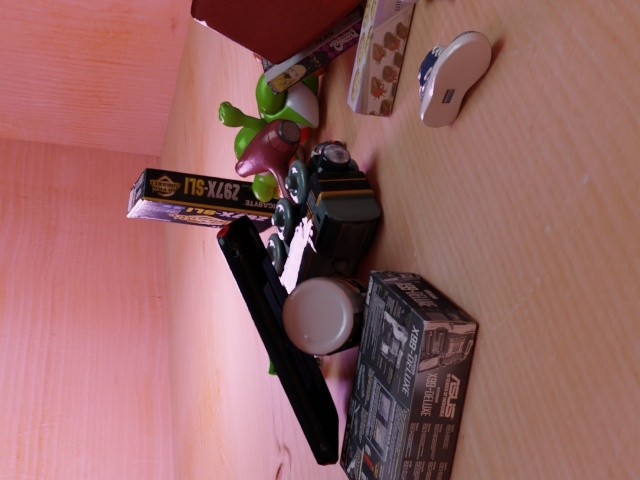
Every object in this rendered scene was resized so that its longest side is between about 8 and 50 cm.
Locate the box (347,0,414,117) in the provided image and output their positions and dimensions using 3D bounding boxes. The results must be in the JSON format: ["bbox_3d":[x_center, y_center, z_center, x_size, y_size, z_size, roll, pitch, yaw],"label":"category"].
[{"bbox_3d":[0.107,-0.359,1.742,0.067,0.063,0.324,-118,37,-63],"label":"box"}]

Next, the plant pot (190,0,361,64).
[{"bbox_3d":[-0.080,-0.467,1.876,0.236,0.267,0.267,-49,20,40],"label":"plant pot"}]

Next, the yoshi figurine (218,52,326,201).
[{"bbox_3d":[-0.103,-0.257,2.262,0.203,0.203,0.362,-79,2,-55],"label":"yoshi figurine"}]

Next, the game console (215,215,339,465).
[{"bbox_3d":[-0.060,0.145,1.738,0.342,0.060,0.387,-146,32,-86],"label":"game console"}]

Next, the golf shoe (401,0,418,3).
[{"bbox_3d":[0.153,-0.379,1.578,0.186,0.067,0.086,141,131,-68],"label":"golf shoe"}]

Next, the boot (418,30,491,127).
[{"bbox_3d":[0.170,-0.237,1.463,0.190,0.069,0.086,118,150,-58],"label":"boot"}]

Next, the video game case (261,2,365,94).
[{"bbox_3d":[-0.020,-0.396,2.023,0.210,0.042,0.232,-31,40,16],"label":"video game case"}]

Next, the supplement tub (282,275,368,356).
[{"bbox_3d":[0.022,0.112,1.674,0.190,0.116,0.117,3,-87,-75],"label":"supplement tub"}]

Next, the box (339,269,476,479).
[{"bbox_3d":[0.111,0.218,1.503,0.242,0.076,0.308,-138,55,-71],"label":"box"}]

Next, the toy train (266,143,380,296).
[{"bbox_3d":[0.000,0.000,1.886,0.334,0.142,0.190,109,150,-41],"label":"toy train"}]

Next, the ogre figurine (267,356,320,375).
[{"bbox_3d":[-0.046,0.198,2.032,0.197,0.096,0.118,-149,70,-70],"label":"ogre figurine"}]

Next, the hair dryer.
[{"bbox_3d":[-0.077,-0.121,2.115,0.293,0.080,0.224,30,113,48],"label":"hair dryer"}]

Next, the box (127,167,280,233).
[{"bbox_3d":[-0.256,-0.085,2.463,0.257,0.321,0.079,152,123,-71],"label":"box"}]
